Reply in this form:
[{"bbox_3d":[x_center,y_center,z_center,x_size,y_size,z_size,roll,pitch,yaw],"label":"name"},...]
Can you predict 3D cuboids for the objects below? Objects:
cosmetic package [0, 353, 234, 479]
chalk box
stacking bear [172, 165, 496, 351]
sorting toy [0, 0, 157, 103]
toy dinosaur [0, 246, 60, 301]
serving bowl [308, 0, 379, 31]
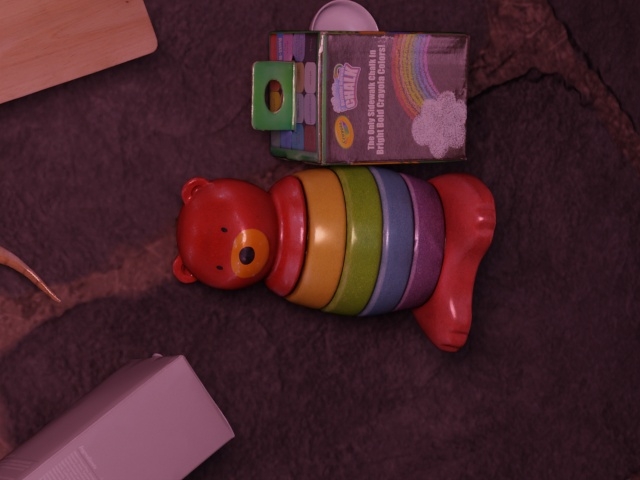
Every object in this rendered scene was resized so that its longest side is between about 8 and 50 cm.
[{"bbox_3d":[-0.210,0.209,1.510,0.238,0.127,0.107,-34,101,-26],"label":"cosmetic package"},{"bbox_3d":[0.025,-0.144,1.650,0.213,0.132,0.132,-2,97,-24],"label":"chalk box"},{"bbox_3d":[0.000,0.000,1.633,0.289,0.164,0.175,4,113,-18],"label":"stacking bear"},{"bbox_3d":[-0.316,-0.251,1.517,0.257,0.089,0.255,-23,96,-29],"label":"sorting toy"},{"bbox_3d":[-0.348,0.004,1.501,0.211,0.064,0.112,-5,105,-20],"label":"toy dinosaur"},{"bbox_3d":[0.021,-0.209,1.736,0.083,0.027,0.083,3,84,-30],"label":"serving bowl"}]
